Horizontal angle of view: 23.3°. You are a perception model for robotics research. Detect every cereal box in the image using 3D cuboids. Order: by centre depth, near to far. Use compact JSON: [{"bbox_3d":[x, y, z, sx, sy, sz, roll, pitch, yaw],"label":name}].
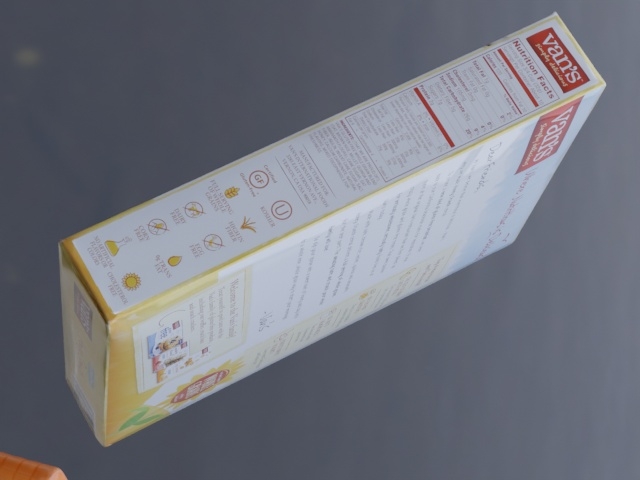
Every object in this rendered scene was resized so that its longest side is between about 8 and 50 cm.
[{"bbox_3d":[0.000,0.000,0.699,0.240,0.173,0.047,-26,72,-19],"label":"cereal box"}]

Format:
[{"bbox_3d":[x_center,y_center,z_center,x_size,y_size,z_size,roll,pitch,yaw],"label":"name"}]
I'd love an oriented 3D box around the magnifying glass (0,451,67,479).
[{"bbox_3d":[-0.228,0.093,0.749,0.092,0.231,0.026,77,32,-53],"label":"magnifying glass"}]
